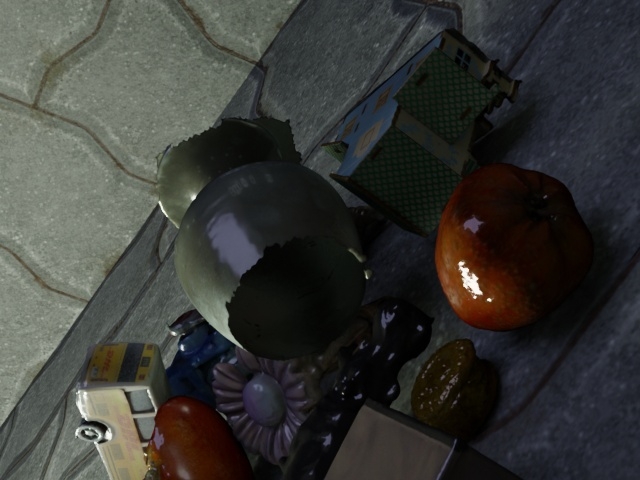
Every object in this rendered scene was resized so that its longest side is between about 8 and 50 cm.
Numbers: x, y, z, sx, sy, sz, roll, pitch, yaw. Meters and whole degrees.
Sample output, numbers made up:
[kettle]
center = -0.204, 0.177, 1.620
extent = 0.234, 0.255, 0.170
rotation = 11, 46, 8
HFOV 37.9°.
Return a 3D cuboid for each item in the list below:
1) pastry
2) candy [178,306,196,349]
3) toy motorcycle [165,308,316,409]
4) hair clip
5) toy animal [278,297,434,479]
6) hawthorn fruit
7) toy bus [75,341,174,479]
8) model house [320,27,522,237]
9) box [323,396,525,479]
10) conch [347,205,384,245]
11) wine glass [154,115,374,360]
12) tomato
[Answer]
[pastry]
center = 0.138, 0.156, 0.963
extent = 0.109, 0.057, 0.097
rotation = -58, 14, -4
[candy]
center = -0.234, 0.212, 1.745
extent = 0.088, 0.061, 0.312
rotation = -43, 25, 42
[toy motorcycle]
center = -0.128, 0.186, 1.445
extent = 0.319, 0.241, 0.182
rotation = -26, 77, 46
[hair clip]
center = -0.019, 0.172, 1.205
extent = 0.300, 0.173, 0.069
rotation = -40, -15, 20
[toy animal]
center = 0.022, 0.231, 1.034
extent = 0.168, 0.106, 0.343
rotation = -39, 29, 62
[hawthorn fruit]
center = 0.179, 0.025, 0.946
extent = 0.203, 0.162, 0.163
rotation = 110, 175, -50
[toy bus]
center = -0.265, 0.289, 1.369
extent = 0.097, 0.138, 0.342
rotation = -91, -6, -49
[model house]
center = 0.121, -0.108, 1.196
extent = 0.271, 0.178, 0.206
rotation = -32, 26, 46
[box]
center = 0.074, 0.289, 0.778
extent = 0.252, 0.153, 0.188
rotation = -62, 19, -9
[conch]
center = 0.000, 0.000, 1.405
extent = 0.207, 0.130, 0.155
rotation = -36, 20, -11
[wine glass]
center = -0.076, -0.009, 1.173
extent = 0.238, 0.238, 0.323
rotation = -53, 38, 16
[tomato]
center = -0.160, 0.333, 1.253
extent = 0.200, 0.139, 0.233
rotation = 56, -136, -71
